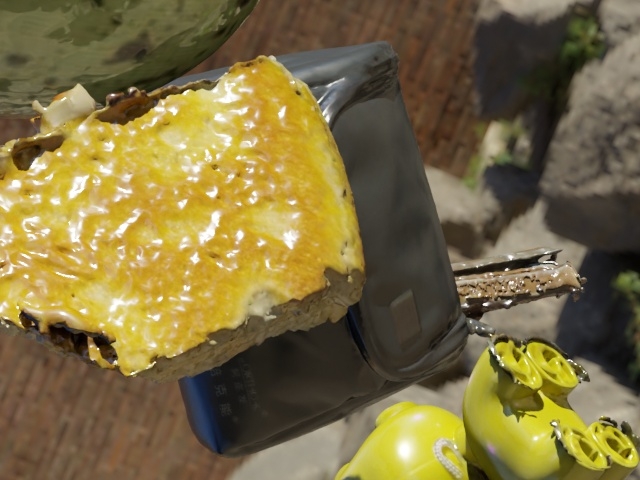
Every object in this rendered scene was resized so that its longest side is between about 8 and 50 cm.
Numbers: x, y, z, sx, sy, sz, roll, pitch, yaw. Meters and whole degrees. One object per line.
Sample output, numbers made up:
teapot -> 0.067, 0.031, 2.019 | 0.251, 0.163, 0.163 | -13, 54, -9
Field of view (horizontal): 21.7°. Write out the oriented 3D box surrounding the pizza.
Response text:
pizza -> -0.115, -0.004, 0.888 | 0.189, 0.297, 0.071 | 64, 149, 23

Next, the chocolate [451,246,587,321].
chocolate -> 0.093, 0.060, 1.614 | 0.102, 0.329, 0.065 | 121, 138, -67

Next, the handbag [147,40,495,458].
handbag -> 0.000, 0.001, 1.332 | 0.178, 0.275, 0.301 | -155, 51, -75

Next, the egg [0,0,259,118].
egg -> -0.188, -0.220, 1.092 | 0.379, 0.287, 0.287 | -31, -17, -34

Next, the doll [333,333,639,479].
doll -> 0.080, 0.157, 1.022 | 0.221, 0.135, 0.143 | -46, -27, 24
